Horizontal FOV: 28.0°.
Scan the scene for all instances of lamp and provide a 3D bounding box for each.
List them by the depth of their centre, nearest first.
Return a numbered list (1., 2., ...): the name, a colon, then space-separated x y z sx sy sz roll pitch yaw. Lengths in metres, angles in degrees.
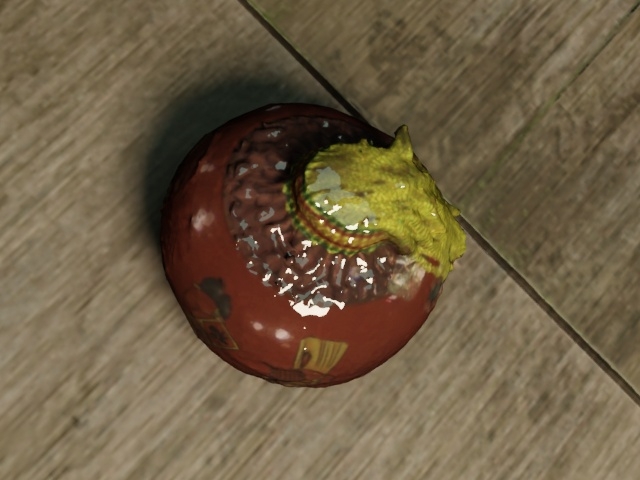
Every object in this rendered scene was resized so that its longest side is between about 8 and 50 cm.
1. lamp: -0.004 -0.003 0.679 0.156 0.135 0.157 37 69 -6
